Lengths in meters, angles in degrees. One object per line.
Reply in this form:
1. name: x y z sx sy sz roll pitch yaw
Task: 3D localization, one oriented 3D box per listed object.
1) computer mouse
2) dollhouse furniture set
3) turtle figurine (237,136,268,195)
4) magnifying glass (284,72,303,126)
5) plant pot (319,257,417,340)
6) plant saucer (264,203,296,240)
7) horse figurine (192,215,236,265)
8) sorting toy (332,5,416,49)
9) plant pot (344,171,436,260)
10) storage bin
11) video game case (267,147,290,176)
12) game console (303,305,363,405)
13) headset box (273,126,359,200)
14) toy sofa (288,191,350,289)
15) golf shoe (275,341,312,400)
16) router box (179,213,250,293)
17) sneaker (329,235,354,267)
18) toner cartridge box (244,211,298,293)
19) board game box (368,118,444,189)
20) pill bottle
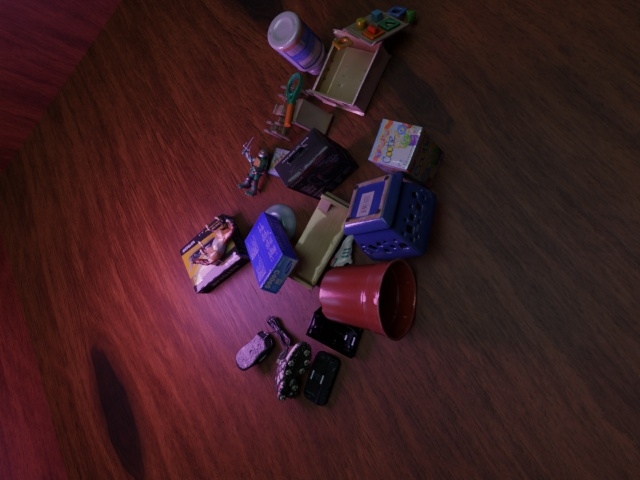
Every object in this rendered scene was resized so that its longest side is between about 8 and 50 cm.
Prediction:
1. computer mouse: -0.226 0.464 1.774 0.184 0.060 0.262 41 92 32
2. dollhouse furniture set: -0.091 -0.524 1.809 0.242 0.161 0.212 28 98 52
3. turtle figurine: -0.290 -0.325 1.878 0.175 0.118 0.234 54 128 55
4. magnifying glass: -0.113 -0.565 1.703 0.092 0.026 0.231 -7 68 49
5. plant pot: 0.157 0.194 1.485 0.265 0.272 0.272 0 83 38
6. plant saucer: -0.196 -0.067 1.839 0.195 0.037 0.195 -4 82 29
7. horse figurine: -0.464 0.010 1.871 0.174 0.066 0.263 31 96 35
8. sorting toy: 0.204 -0.811 1.595 0.347 0.047 0.196 -34 53 -14
9. plant pot: 0.222 -0.084 1.431 0.236 0.212 0.236 -9 57 48
10. storage bin: 0.106 -0.672 1.697 0.260 0.123 0.262 29 98 29
11. video game case: -0.148 -0.331 1.859 0.166 0.015 0.119 22 94 30
12. game console: 0.017 0.452 1.644 0.213 0.044 0.361 21 94 32
13. headset box: -0.018 -0.284 1.617 0.218 0.293 0.110 -41 66 20
14. toy sofa: 0.000 0.000 1.671 0.150 0.177 0.363 30 99 5
15. golf shoe: -0.122 0.492 1.659 0.120 0.105 0.273 48 122 52
16. router box: -0.491 0.066 1.964 0.309 0.081 0.243 -37 67 21
17. sneaker: 0.106 0.050 1.646 0.075 0.057 0.161 35 100 12
18. toner cartridge box: -0.202 0.039 1.670 0.165 0.075 0.348 -57 32 18
19. board game box: 0.299 -0.286 1.445 0.142 0.275 0.144 23 95 30
20. pill bottle: -0.078 -0.788 1.731 0.152 0.272 0.152 -4 82 30
